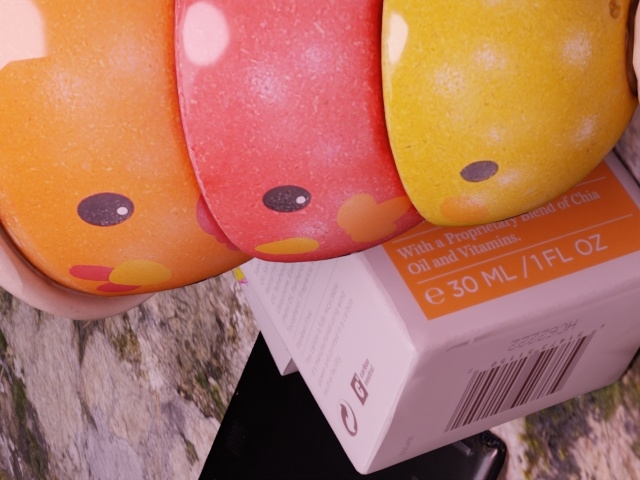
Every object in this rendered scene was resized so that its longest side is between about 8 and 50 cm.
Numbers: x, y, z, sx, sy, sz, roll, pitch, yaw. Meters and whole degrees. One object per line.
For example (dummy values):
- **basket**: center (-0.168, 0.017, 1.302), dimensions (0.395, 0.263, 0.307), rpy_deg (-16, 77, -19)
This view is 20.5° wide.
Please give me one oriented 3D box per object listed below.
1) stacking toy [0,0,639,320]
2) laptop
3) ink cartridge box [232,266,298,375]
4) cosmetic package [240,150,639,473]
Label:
- **stacking toy**: center (0.051, -0.115, 0.951), dimensions (0.480, 0.350, 0.350), rpy_deg (4, 114, 25)
- **laptop**: center (0.068, 0.305, 1.717), dimensions (0.382, 0.236, 0.408), rpy_deg (36, 108, 51)
- **ink cartridge box**: center (0.000, 0.000, 1.533), dimensions (0.176, 0.128, 0.127), rpy_deg (65, 154, 20)
- **cosmetic package**: center (0.036, -0.083, 1.292), dimensions (0.453, 0.230, 0.161), rpy_deg (58, 151, 27)
